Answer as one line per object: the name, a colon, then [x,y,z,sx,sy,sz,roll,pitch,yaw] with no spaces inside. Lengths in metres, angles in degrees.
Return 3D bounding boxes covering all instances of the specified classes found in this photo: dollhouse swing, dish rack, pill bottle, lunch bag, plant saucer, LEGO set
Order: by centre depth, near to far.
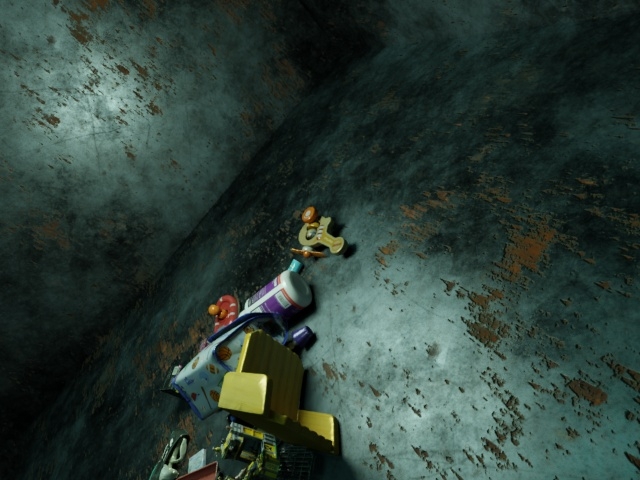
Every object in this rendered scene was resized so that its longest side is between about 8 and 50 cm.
dish rack: [-0.097,0.795,1.307,0.208,0.074,0.271,-20,41,36]
LEGO set: [-0.277,0.761,1.344,0.255,0.192,0.331,-110,45,-75]
dollhouse swing: [-0.100,0.477,1.381,0.315,0.347,0.304,-14,43,43]
plant saucer: [-0.470,1.002,1.562,0.258,0.048,0.259,-34,37,23]
lunch bag: [-0.331,0.452,1.641,0.328,0.239,0.385,-38,-1,34]
pill bottle: [-0.206,0.285,1.852,0.323,0.181,0.181,-37,34,19]

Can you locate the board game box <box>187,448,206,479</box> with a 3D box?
board game box: [-0.505,0.920,1.712,0.090,0.020,0.090,-40,34,16]

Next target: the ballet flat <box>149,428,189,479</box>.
ballet flat: [-0.644,0.952,1.786,0.096,0.095,0.280,-7,50,31]

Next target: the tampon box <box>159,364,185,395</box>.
tampon box: [-0.659,0.685,2.006,0.101,0.161,0.120,-18,45,39]

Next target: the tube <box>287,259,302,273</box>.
tube: [-0.158,0.193,2.021,0.207,0.052,0.080,-61,23,-7]

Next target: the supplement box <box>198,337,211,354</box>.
supplement box: [-0.588,0.555,2.154,0.043,0.055,0.083,-29,39,27]

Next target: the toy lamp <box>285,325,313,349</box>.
toy lamp: [-0.143,0.450,1.705,0.275,0.080,0.080,-43,33,10]

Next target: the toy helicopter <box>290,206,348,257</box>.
toy helicopter: [0.000,0.000,1.945,0.235,0.140,0.355,-55,35,-4]

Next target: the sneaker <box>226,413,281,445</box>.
sneaker: [-0.270,0.631,1.576,0.127,0.182,0.315,-54,33,-9]

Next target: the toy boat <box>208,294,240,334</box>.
toy boat: [-0.509,0.376,2.151,0.151,0.151,0.231,-36,35,20]
